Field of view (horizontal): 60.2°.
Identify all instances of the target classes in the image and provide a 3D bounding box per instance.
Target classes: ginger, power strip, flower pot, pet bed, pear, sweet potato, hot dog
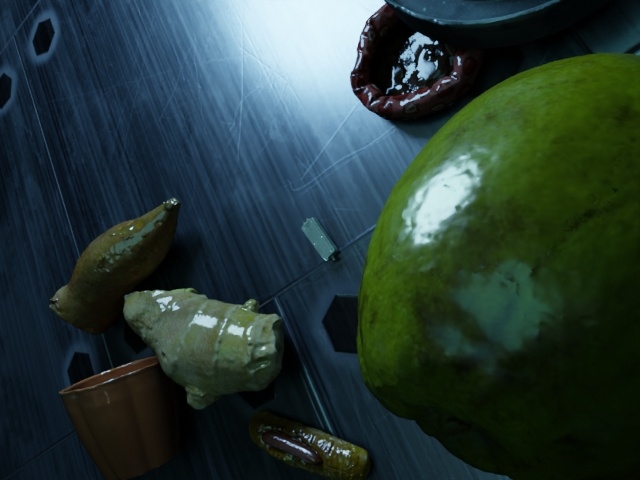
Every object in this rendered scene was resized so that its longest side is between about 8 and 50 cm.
[{"bbox_3d":[-0.205,0.156,0.912,0.354,0.126,0.189,21,84,36],"label":"ginger"},{"bbox_3d":[0.000,0.000,0.857,0.027,0.017,0.083,-46,64,23],"label":"power strip"},{"bbox_3d":[-0.332,0.309,0.960,0.191,0.191,0.173,-19,87,31],"label":"flower pot"},{"bbox_3d":[0.134,-0.263,0.772,0.201,0.053,0.201,-5,80,28],"label":"pet bed"},{"bbox_3d":[0.229,0.027,0.480,0.413,0.352,0.352,-41,58,-20],"label":"pear"},{"bbox_3d":[-0.371,0.030,1.035,0.336,0.131,0.131,-48,63,19],"label":"sweet potato"},{"bbox_3d":[-0.026,0.315,0.830,0.216,0.047,0.066,11,95,33],"label":"hot dog"}]

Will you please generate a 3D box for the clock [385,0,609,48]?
[{"bbox_3d":[0.229,-0.422,0.678,0.386,0.076,0.386,-6,76,26],"label":"clock"}]
